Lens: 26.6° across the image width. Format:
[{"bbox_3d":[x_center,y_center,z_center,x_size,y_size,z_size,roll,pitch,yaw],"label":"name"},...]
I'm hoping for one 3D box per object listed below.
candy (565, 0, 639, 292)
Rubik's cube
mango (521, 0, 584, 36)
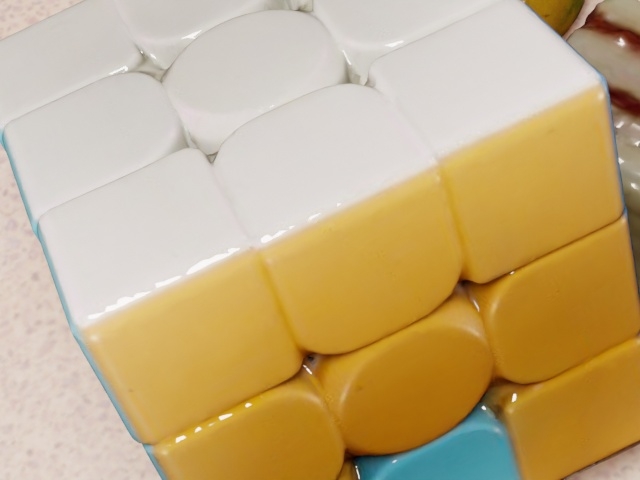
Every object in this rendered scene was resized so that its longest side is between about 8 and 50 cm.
[{"bbox_3d":[0.286,-0.007,0.879,0.320,0.179,0.135,33,70,25],"label":"candy"},{"bbox_3d":[0.000,0.000,0.826,0.291,0.292,0.290,-26,43,-6],"label":"Rubik's cube"},{"bbox_3d":[0.161,-0.210,1.074,0.111,0.089,0.163,29,61,25],"label":"mango"}]
